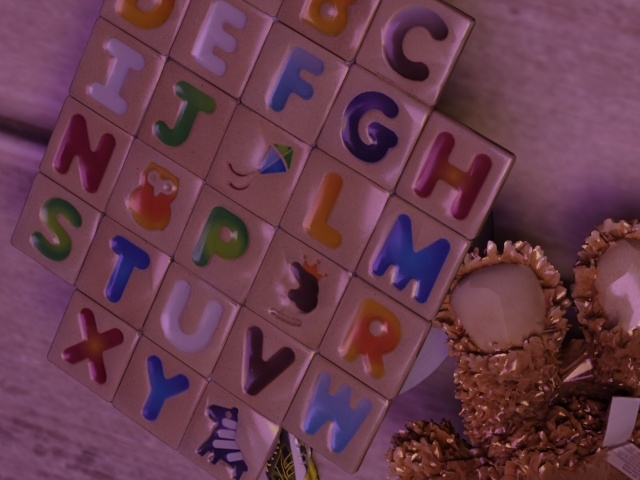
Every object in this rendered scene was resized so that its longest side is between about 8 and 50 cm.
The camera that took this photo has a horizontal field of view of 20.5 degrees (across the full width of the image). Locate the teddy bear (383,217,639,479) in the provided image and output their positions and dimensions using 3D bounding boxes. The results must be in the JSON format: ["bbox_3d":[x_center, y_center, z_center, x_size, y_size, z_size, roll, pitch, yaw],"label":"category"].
[{"bbox_3d":[0.163,0.138,1.133,0.245,0.113,0.338,-27,116,-2],"label":"teddy bear"}]

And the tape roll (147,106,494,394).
[{"bbox_3d":[0.000,0.000,1.153,0.219,0.072,0.219,5,113,12],"label":"tape roll"}]

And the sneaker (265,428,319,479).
[{"bbox_3d":[-0.024,0.154,1.242,0.035,0.031,0.083,-4,110,16],"label":"sneaker"}]

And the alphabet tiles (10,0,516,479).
[{"bbox_3d":[-0.047,-0.023,1.091,0.285,0.011,0.342,33,112,19],"label":"alphabet tiles"}]
